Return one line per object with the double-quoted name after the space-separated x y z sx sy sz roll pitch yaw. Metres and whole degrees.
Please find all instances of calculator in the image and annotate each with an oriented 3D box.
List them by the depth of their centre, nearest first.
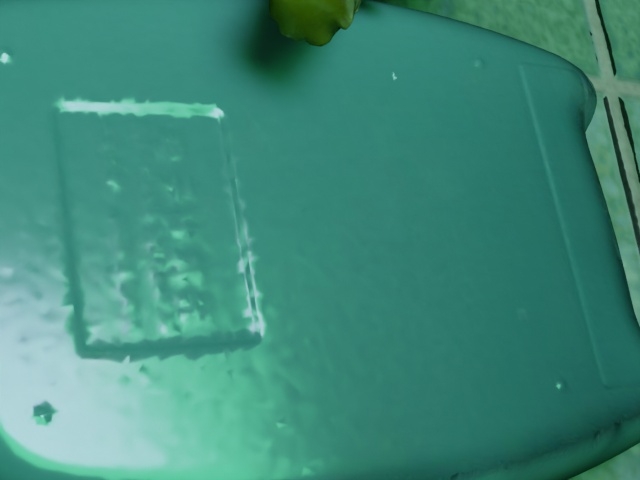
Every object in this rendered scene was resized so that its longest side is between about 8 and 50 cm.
0.000 0.000 0.513 0.386 0.054 0.256 -1 69 -28 "calculator"

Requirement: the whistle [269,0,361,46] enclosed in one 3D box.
0.009 -0.142 0.543 0.104 0.057 0.198 30 36 -11 "whistle"
